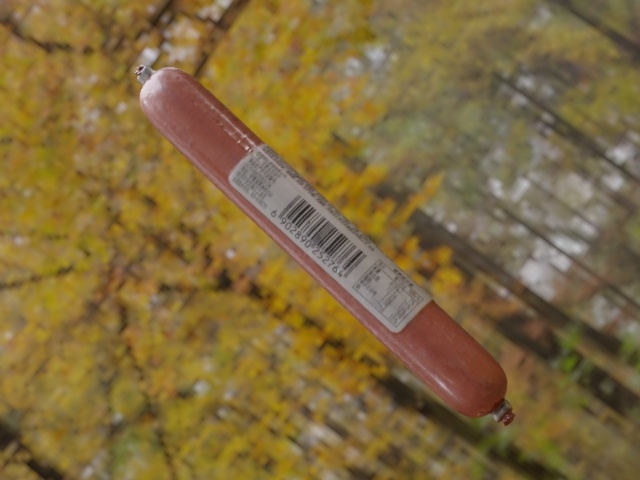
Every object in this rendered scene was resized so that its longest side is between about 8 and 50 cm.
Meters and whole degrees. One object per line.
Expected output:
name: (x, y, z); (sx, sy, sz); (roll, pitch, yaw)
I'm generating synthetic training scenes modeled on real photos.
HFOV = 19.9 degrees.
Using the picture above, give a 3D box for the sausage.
sausage: (0.000, 0.000, 0.779); (0.029, 0.223, 0.029); (-45, -10, -10)
